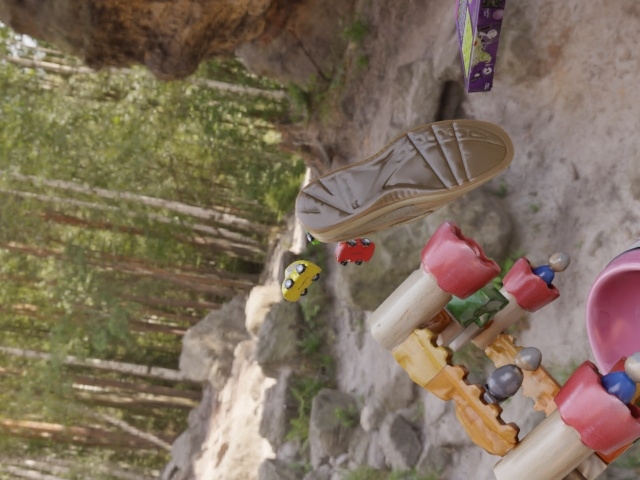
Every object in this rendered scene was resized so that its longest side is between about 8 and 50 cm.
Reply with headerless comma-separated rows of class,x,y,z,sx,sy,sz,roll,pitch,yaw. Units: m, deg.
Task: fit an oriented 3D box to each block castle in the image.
block castle,0.292,0.138,0.884,0.213,0.303,0.453,-47,-27,15

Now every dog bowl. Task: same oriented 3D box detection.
dog bowl,0.624,0.170,1.149,0.408,0.150,0.408,54,156,39

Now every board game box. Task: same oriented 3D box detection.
board game box,0.252,-0.425,1.062,0.346,0.056,0.208,80,-175,-58

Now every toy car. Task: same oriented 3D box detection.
toy car,0.000,0.000,1.464,0.053,0.239,0.225,45,157,42

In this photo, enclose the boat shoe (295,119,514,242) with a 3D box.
boat shoe,0.118,-0.074,0.951,0.098,0.302,0.109,52,-163,-65
